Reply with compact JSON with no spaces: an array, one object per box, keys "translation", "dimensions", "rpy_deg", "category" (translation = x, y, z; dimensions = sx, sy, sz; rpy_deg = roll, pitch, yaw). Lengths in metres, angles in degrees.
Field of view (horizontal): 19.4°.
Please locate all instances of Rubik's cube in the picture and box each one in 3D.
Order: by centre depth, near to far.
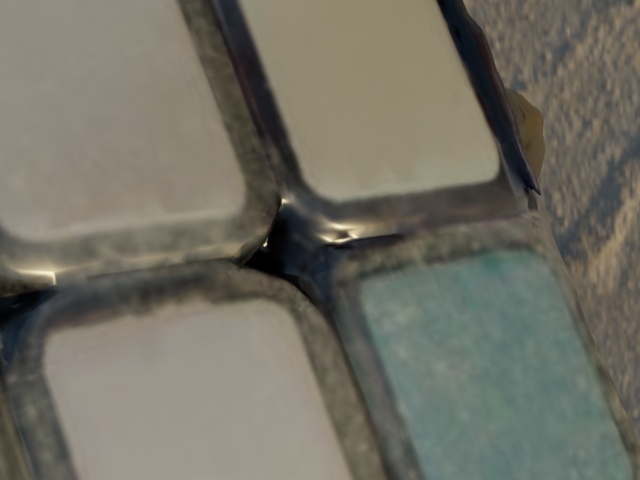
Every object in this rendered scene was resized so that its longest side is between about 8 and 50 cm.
[{"translation":[-0.121,0.126,0.619],"dimensions":[0.359,0.362,0.363],"rpy_deg":[-31,74,44],"category":"Rubik's cube"}]

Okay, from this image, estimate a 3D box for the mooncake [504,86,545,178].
[{"translation":[0.000,0.000,0.922],"dimensions":[0.124,0.228,0.228],"rpy_deg":[34,79,20],"category":"mooncake"}]
